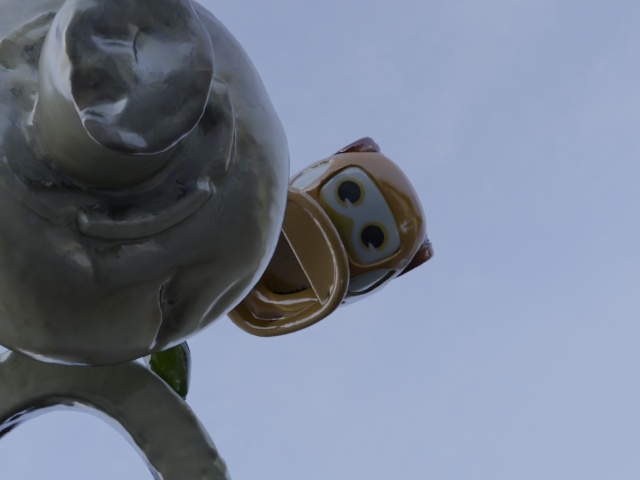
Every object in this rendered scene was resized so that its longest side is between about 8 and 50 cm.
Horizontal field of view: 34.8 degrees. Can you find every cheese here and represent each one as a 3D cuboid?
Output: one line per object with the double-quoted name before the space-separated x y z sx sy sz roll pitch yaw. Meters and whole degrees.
"cheese" -0.242 0.252 0.868 0.332 0.292 0.153 -32 -3 -13

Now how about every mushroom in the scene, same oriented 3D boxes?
"mushroom" -0.144 -0.072 0.731 0.314 0.315 0.336 4 -14 -21

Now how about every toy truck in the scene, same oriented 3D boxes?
"toy truck" 0.000 0.000 1.425 0.288 0.204 0.211 -29 -2 33

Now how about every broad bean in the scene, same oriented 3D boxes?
"broad bean" -0.202 0.058 1.028 0.053 0.256 0.052 -48 -16 31
